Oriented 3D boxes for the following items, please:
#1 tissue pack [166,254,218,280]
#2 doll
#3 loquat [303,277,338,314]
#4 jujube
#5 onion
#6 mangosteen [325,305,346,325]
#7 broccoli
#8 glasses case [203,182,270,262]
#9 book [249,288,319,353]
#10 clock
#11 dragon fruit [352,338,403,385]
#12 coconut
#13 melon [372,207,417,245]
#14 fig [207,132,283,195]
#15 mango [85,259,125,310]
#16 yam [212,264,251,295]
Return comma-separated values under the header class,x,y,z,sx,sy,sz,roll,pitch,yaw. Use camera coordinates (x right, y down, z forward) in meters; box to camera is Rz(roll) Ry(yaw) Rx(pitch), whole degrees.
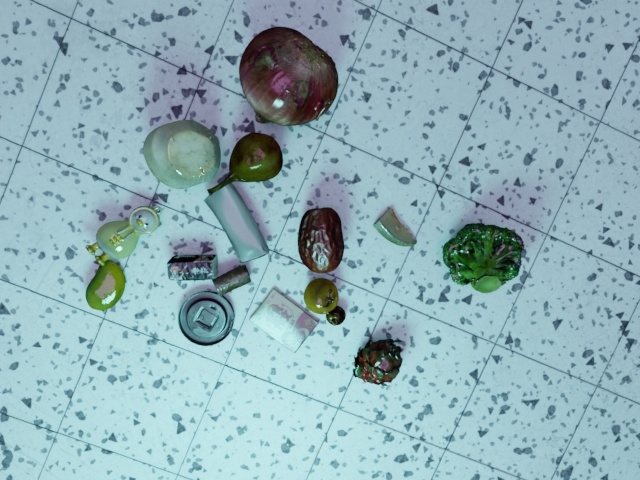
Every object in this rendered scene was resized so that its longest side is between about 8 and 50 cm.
class,x,y,z,sx,sy,sz,roll,pitch,yaw
tissue pack,-0.481,0.102,1.524,0.171,0.103,0.090,-4,102,-3
doll,-0.712,-0.032,1.486,0.296,0.117,0.141,-38,99,0
loquat,0.001,0.215,1.550,0.141,0.141,0.140,0,95,-4
jujube,0.000,0.000,1.505,0.184,0.183,0.242,-6,95,-3
onion,-0.103,-0.552,1.386,0.354,0.353,0.353,0,95,-4
mangosteen,0.061,0.296,1.590,0.081,0.081,0.080,0,95,-4
broccoli,0.620,0.080,1.508,0.298,0.297,0.297,4,124,6
glasses case,-0.314,-0.063,1.530,0.129,0.083,0.307,-28,97,5
book,-0.144,0.321,1.606,0.232,0.022,0.162,38,91,-7
clock,-0.442,0.302,1.574,0.215,0.042,0.214,0,95,-3
dragon fruit,0.229,0.475,1.574,0.189,0.182,0.182,-19,98,39
coconut,-0.486,-0.304,1.426,0.245,0.247,0.244,-7,103,-33
melon,0.300,-0.032,1.598,0.098,0.054,0.182,-42,97,-15
fig,-0.282,-0.283,1.444,0.291,0.191,0.190,-17,96,-14
mango,-0.802,0.175,1.516,0.122,0.085,0.191,28,94,-3
yam,-0.336,0.153,1.540,0.141,0.079,0.079,-25,97,-13
